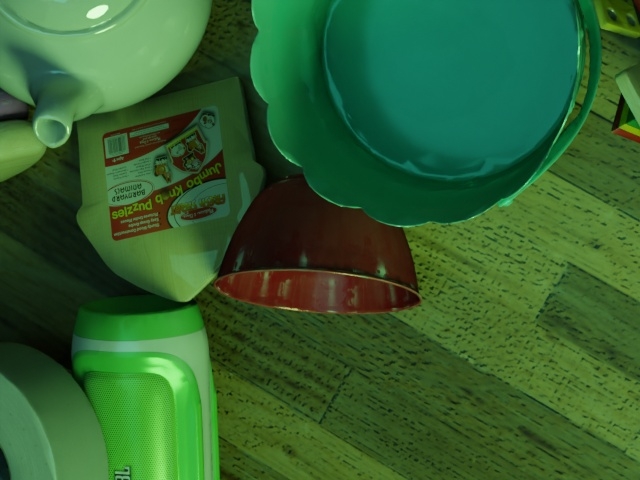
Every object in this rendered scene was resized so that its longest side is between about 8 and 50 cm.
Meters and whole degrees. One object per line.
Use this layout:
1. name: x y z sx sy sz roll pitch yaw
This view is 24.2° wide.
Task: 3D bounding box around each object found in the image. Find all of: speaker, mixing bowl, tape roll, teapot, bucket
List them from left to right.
1. tape roll: -0.297 0.204 1.342 0.219 0.072 0.219 4 97 30
2. teapot: -0.207 -0.238 1.265 0.252 0.187 0.256 -42 86 -7
3. speaker: -0.161 0.204 1.377 0.131 0.131 0.296 0 98 15
4. mixing bowl: 0.000 0.000 1.294 0.181 0.181 0.098 0 76 16
5. bucket: 0.093 -0.157 1.227 0.281 0.183 0.281 2 99 15

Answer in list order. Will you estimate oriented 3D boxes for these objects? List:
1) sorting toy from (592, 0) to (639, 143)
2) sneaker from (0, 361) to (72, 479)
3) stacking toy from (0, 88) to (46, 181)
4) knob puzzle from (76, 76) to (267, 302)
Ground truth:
1. sorting toy: 0.287 -0.091 1.215 0.046 0.132 0.274 -30 86 41
2. sneaker: -0.275 0.217 1.431 0.163 0.086 0.226 -34 87 20
3. stacking toy: -0.377 -0.207 1.382 0.141 0.141 0.330 -24 87 17
4. knob puzzle: -0.134 -0.037 1.369 0.213 0.030 0.213 -4 79 21
